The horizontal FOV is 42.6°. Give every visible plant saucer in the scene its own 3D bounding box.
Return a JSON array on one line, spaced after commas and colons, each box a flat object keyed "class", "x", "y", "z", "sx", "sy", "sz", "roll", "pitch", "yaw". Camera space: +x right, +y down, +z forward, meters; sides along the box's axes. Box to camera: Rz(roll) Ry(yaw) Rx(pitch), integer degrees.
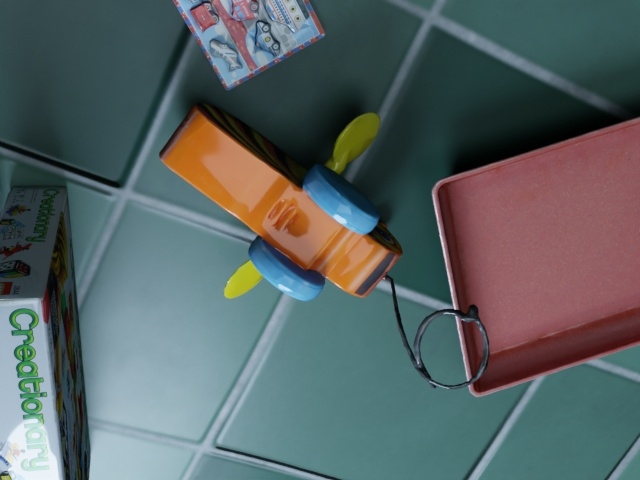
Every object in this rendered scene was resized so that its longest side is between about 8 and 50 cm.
[{"class": "plant saucer", "x": 0.245, "y": 0.010, "z": 0.817, "sx": 0.259, "sy": 0.047, "sz": 0.259, "roll": -17, "pitch": 118, "yaw": -3}]

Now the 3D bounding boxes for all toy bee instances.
[{"class": "toy bee", "x": 0.000, "y": 0.000, "z": 0.717, "sx": 0.195, "sy": 0.162, "sz": 0.298, "roll": -29, "pitch": 95, "yaw": 12}]

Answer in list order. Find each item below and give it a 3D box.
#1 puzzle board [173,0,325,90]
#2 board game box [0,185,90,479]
[{"class": "puzzle board", "x": -0.065, "y": -0.197, "z": 0.661, "sx": 0.096, "sy": 0.011, "sz": 0.128, "roll": -29, "pitch": 120, "yaw": 3}, {"class": "board game box", "x": -0.233, "y": 0.131, "z": 0.688, "sx": 0.053, "sy": 0.193, "sz": 0.305, "roll": -2, "pitch": 117, "yaw": -11}]
